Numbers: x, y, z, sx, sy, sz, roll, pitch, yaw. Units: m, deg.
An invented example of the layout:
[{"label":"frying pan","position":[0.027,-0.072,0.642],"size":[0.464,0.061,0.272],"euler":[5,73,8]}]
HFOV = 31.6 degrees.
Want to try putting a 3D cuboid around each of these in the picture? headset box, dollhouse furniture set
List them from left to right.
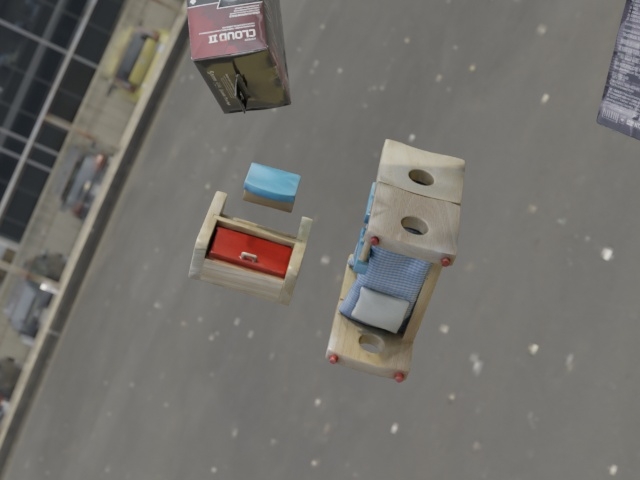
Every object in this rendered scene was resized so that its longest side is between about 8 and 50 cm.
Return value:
[{"label":"headset box","position":[-0.034,-0.094,0.463],"size":[0.062,0.032,0.083],"euler":[60,-156,-75]},{"label":"dollhouse furniture set","position":[0.000,0.000,0.858],"size":[0.129,0.183,0.129],"euler":[-76,2,-53]}]

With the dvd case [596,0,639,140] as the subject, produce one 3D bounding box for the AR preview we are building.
[{"label":"dvd case","position":[0.285,-0.176,0.848],"size":[0.164,0.018,0.221],"euler":[-138,54,-62]}]
